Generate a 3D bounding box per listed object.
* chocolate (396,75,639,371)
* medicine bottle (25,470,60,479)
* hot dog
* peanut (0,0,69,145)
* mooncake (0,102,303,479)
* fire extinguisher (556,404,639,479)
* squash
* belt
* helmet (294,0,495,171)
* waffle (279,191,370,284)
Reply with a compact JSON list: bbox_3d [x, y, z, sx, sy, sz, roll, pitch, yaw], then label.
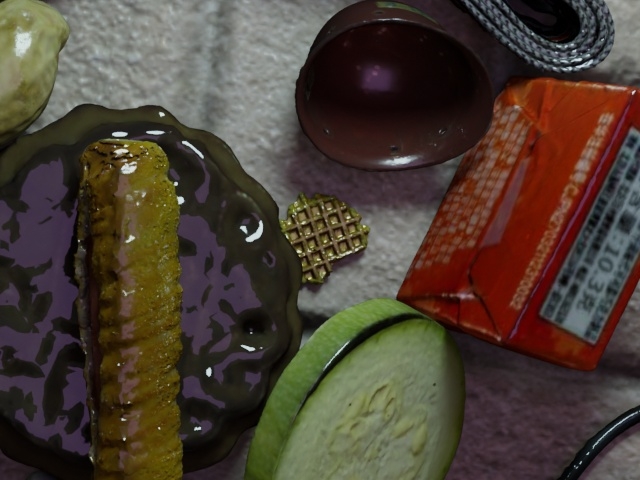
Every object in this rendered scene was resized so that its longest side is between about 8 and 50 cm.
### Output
[{"bbox_3d":[0.193,-0.014,1.673,0.108,0.235,0.237,30,85,-21],"label":"chocolate"},{"bbox_3d":[-0.186,0.281,1.662,0.187,0.103,0.103,31,85,-9],"label":"medicine bottle"},{"bbox_3d":[-0.144,0.064,1.501,0.083,0.068,0.289,-2,87,-15],"label":"hot dog"},{"bbox_3d":[-0.307,-0.118,1.640,0.229,0.098,0.103,-29,127,-12],"label":"peanut"},{"bbox_3d":[-0.168,0.050,1.624,0.324,0.187,0.324,0,89,-9],"label":"mooncake"},{"bbox_3d":[0.267,0.267,1.745,0.376,0.113,0.200,-17,93,-10],"label":"fire extinguisher"},{"bbox_3d":[0.027,0.170,1.650,0.252,0.049,0.252,-28,130,-38],"label":"squash"},{"bbox_3d":[0.097,-0.256,1.717,0.359,0.094,0.126,31,89,-8],"label":"belt"},{"bbox_3d":[0.063,-0.148,1.700,0.175,0.106,0.155,10,125,-9],"label":"helmet"},{"bbox_3d":[-0.002,0.000,1.740,0.078,0.016,0.085,39,83,-5],"label":"waffle"}]
